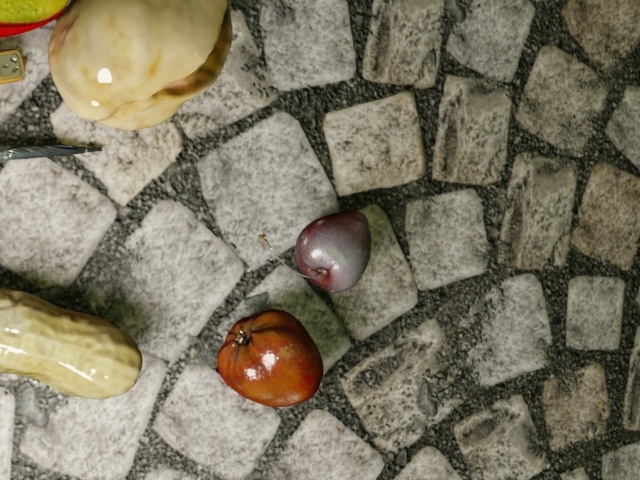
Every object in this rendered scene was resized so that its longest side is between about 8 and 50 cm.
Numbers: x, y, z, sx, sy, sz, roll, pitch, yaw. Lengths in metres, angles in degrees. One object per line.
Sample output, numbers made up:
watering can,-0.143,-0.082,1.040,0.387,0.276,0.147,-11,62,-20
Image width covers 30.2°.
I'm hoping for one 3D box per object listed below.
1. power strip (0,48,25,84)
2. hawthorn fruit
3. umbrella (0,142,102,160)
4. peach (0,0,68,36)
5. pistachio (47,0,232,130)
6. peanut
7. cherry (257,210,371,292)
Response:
power strip,-0.511,-0.243,1.713,0.178,0.028,0.049,-13,100,-25
hawthorn fruit,-0.061,0.207,1.910,0.203,0.163,0.162,41,75,-34
umbrella,-0.452,-0.129,1.754,0.269,0.044,0.044,-4,70,-36
peach,-0.479,-0.357,1.643,0.267,0.159,0.153,-9,94,-40
pistachio,-0.255,-0.301,1.739,0.238,0.229,0.321,33,66,9
peanut,-0.403,0.151,1.742,0.290,0.130,0.130,23,83,-20
cherry,0.005,-0.005,1.951,0.148,0.115,0.188,-44,107,3
